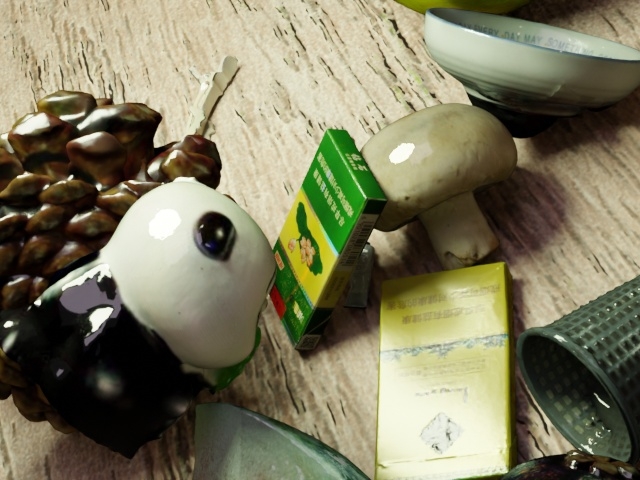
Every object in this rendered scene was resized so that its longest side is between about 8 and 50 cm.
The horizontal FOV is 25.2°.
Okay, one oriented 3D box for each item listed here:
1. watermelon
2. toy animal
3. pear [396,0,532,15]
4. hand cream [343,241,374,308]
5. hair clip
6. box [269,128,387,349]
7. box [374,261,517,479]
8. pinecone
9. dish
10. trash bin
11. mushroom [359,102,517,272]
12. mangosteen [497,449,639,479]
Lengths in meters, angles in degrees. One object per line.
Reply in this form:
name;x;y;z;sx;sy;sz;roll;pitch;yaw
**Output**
watermelon;-0.035;0.334;1.426;0.258;0.228;0.387;-41;56;-6
toy animal;-0.159;0.075;1.440;0.266;0.212;0.212;-38;47;4
pear;0.212;-0.424;1.929;0.398;0.165;0.399;-13;50;16
hand cream;0.051;0.043;1.742;0.030;0.019;0.093;0;61;23
hair clip;-0.171;-0.164;1.993;0.072;0.034;0.226;-6;54;25
box;0.000;0.000;1.680;0.034;0.235;0.132;3;39;-30
box;0.139;0.154;1.593;0.153;0.041;0.279;-9;52;17
pinecone;-0.262;0.010;1.680;0.397;0.398;0.398;-13;50;16
dish;0.249;-0.188;1.731;0.273;0.273;0.134;21;109;36
trash bin;0.316;0.119;1.465;0.161;0.175;0.175;-35;47;-17
mushroom;0.141;-0.057;1.684;0.204;0.204;0.204;-13;50;16
mangosteen;0.238;0.313;1.322;0.243;0.243;0.243;-13;50;16
